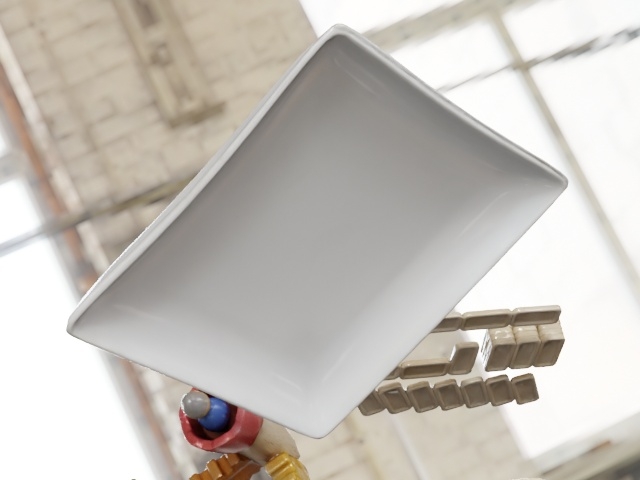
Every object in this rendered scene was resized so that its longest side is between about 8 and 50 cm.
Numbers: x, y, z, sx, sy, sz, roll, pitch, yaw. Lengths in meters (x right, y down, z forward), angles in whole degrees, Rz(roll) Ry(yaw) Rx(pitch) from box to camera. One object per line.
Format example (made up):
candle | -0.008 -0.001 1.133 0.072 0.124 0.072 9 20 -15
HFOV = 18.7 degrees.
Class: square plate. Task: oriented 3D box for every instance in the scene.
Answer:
square plate | 0.000 0.000 1.682 0.347 0.049 0.344 -47 -43 14

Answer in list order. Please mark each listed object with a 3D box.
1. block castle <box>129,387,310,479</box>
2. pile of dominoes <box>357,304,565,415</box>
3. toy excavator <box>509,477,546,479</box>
block castle | -0.191 0.387 2.075 0.453 0.303 0.213 -38 -36 10
pile of dominoes | 0.152 0.129 2.242 0.251 0.040 0.196 -3 -37 -12
toy excavator | 0.341 0.262 1.497 0.445 0.433 0.222 -43 9 -28
